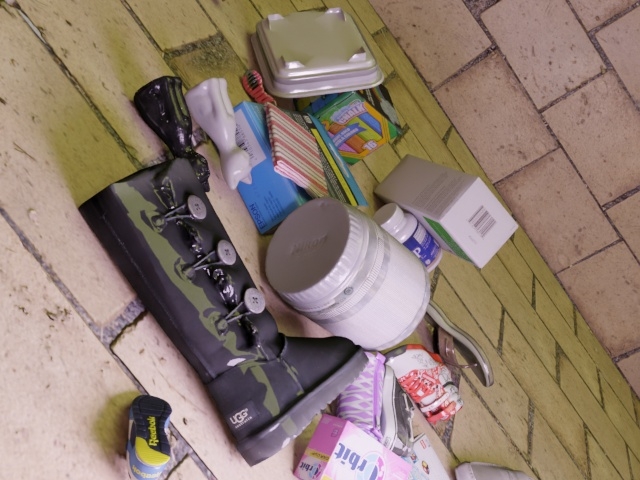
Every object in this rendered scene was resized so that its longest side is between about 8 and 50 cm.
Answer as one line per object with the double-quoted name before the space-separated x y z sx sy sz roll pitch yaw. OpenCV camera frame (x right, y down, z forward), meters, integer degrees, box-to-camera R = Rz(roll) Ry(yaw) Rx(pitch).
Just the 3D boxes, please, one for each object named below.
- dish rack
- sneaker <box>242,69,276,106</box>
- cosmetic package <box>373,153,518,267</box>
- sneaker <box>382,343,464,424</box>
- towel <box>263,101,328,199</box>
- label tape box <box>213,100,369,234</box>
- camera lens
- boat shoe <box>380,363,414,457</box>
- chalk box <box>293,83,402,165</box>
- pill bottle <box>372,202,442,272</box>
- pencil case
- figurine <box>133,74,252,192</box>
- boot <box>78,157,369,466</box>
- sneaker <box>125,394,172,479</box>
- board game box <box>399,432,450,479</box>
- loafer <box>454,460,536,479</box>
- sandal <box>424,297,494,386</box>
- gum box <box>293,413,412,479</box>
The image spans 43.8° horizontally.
"dish rack" -0.014 -0.475 1.944 0.332 0.286 0.072 -109 -167 -46
"sneaker" -0.141 -0.340 1.849 0.119 0.047 0.057 61 2 5
"cosmetic package" 0.319 -0.086 2.078 0.197 0.155 0.365 45 -6 -25
"sneaker" 0.219 0.308 1.680 0.270 0.090 0.145 24 38 -56
"towel" -0.052 -0.173 1.550 0.144 0.029 0.197 35 30 -38
"label tape box" -0.057 -0.149 1.680 0.249 0.115 0.348 62 22 10
"camera lens" 0.058 0.070 1.495 0.274 0.219 0.219 37 31 -40
"boat shoe" 0.136 0.319 1.486 0.070 0.077 0.219 20 30 -10
"chalk box" 0.046 -0.359 2.058 0.289 0.179 0.180 31 36 -44
"pill bottle" 0.216 -0.004 2.031 0.186 0.112 0.112 45 26 -25
"pencil case" 0.074 0.291 1.421 0.086 0.088 0.206 36 28 -19
"figurine" -0.214 -0.184 1.445 0.215 0.092 0.209 -17 84 -58
"boot" -0.130 0.077 1.248 0.445 0.146 0.367 54 22 3
"sneaker" -0.214 0.243 0.974 0.053 0.059 0.144 15 21 -14
"board game box" 0.215 0.521 1.454 0.305 0.053 0.193 62 24 11
"loafer" 0.396 0.530 1.720 0.319 0.111 0.112 31 35 -46
"sandal" 0.302 0.245 1.933 0.303 0.086 0.120 46 -12 14
"gum box" 0.058 0.368 1.265 0.188 0.062 0.107 41 66 -33
